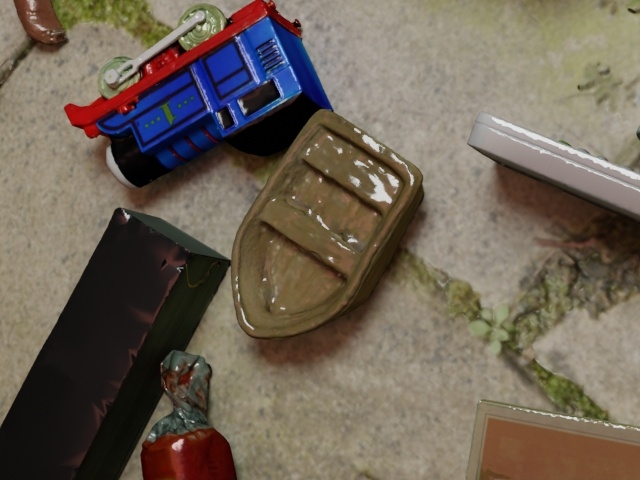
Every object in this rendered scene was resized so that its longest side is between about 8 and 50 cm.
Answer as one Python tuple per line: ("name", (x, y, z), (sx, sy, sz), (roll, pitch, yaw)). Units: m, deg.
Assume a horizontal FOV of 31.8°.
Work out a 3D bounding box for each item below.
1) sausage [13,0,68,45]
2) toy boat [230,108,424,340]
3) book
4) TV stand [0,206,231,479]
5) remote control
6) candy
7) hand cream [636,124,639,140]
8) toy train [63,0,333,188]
("sausage", (-0.276, -0.254, 1.059), (0.042, 0.036, 0.157), (-24, 76, 24))
("toy boat", (0.000, 0.000, 0.913), (0.116, 0.061, 0.188), (35, 96, 19))
("book", (0.222, 0.220, 0.827), (0.242, 0.018, 0.170), (8, 88, 22))
("TV stand", (-0.186, 0.111, 0.960), (0.088, 0.083, 0.269), (29, 93, 22))
("remote control", (0.229, -0.030, 0.808), (0.250, 0.103, 0.034), (26, 96, 22))
("candy", (-0.098, 0.232, 0.912), (0.059, 0.086, 0.292), (-16, 78, 29))
("hand cream", (0.297, -0.142, 0.831), (0.076, 0.047, 0.174), (32, 87, 22))
("toy train", (-0.104, -0.119, 0.954), (0.204, 0.083, 0.131), (-28, 77, 16))
